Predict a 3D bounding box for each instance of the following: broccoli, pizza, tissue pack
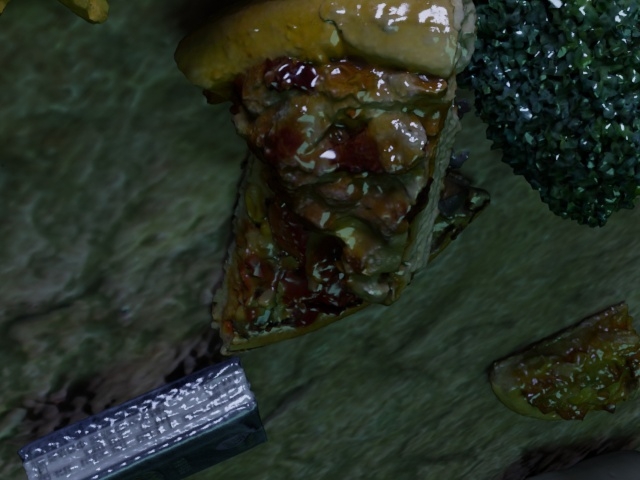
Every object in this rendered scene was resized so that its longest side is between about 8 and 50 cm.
[{"bbox_3d":[0.163,-0.116,0.574,0.194,0.194,0.219,-2,114,-31],"label":"broccoli"},{"bbox_3d":[0.012,-0.034,0.556,0.154,0.069,0.193,-5,127,19],"label":"pizza"},{"bbox_3d":[0.000,0.000,0.679,0.201,0.053,0.193,-33,144,8],"label":"pizza"},{"bbox_3d":[-0.116,0.139,0.765,0.156,0.051,0.112,-22,160,-8],"label":"tissue pack"},{"bbox_3d":[0.226,0.114,0.972,0.175,0.046,0.134,0,136,-33],"label":"pizza"}]

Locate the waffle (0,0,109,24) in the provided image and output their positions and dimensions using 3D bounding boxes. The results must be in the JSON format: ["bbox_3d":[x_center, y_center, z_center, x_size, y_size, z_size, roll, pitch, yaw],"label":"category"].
[{"bbox_3d":[-0.066,-0.210,0.372,0.260,0.069,0.293,-15,141,-22],"label":"waffle"}]

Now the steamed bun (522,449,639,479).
[{"bbox_3d":[0.256,0.415,1.200,0.247,0.236,0.383,0,137,-35],"label":"steamed bun"}]
